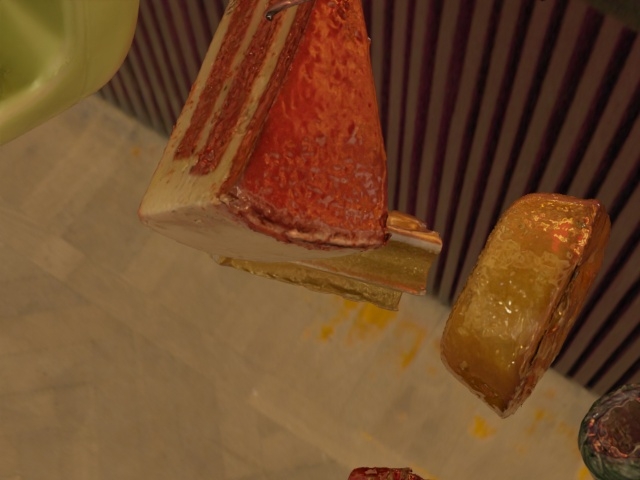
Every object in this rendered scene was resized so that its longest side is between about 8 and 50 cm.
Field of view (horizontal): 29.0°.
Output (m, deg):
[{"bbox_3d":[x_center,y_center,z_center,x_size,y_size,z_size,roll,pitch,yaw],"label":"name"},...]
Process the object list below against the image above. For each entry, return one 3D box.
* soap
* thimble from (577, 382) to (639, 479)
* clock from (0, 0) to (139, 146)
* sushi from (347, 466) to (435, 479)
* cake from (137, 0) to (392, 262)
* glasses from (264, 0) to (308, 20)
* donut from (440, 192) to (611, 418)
[{"bbox_3d":[0.000,0.000,1.737,0.281,0.259,0.143,16,88,-14],"label":"soap"},{"bbox_3d":[0.336,0.210,1.259,0.135,0.090,0.118,-18,40,20],"label":"thimble"},{"bbox_3d":[-0.161,-0.188,0.389,0.096,0.308,0.235,-35,66,-29],"label":"clock"},{"bbox_3d":[0.156,0.387,1.443,0.124,0.130,0.332,-40,53,-1],"label":"sushi"},{"bbox_3d":[-0.061,-0.109,0.989,0.159,0.158,0.262,-7,88,-42],"label":"cake"},{"bbox_3d":[0.064,-0.202,0.765,0.255,0.095,0.162,-12,32,23],"label":"glasses"},{"bbox_3d":[0.225,0.061,1.368,0.108,0.277,0.278,28,75,16],"label":"donut"}]
